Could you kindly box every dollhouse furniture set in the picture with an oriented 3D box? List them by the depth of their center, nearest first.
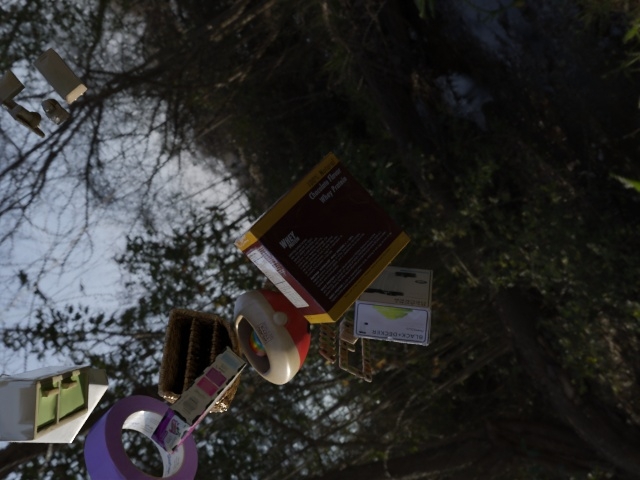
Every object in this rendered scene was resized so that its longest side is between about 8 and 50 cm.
[{"bbox_3d":[-0.567,-0.298,1.245,0.144,0.151,0.123,47,177,15],"label":"dollhouse furniture set"}]

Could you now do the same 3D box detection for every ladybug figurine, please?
[{"bbox_3d":[-0.145,0.289,1.858,0.305,0.162,0.449,60,157,8],"label":"ladybug figurine"}]

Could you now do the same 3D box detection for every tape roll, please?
[{"bbox_3d":[-0.445,0.531,1.485,0.275,0.090,0.275,40,-159,-18],"label":"tape roll"}]

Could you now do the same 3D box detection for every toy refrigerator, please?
[{"bbox_3d":[-0.524,0.302,1.125,0.269,0.094,0.102,108,162,-83],"label":"toy refrigerator"}]

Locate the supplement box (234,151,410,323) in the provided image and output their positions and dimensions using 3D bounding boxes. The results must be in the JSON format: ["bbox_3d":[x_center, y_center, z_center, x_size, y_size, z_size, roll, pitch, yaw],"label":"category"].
[{"bbox_3d":[0.000,0.000,0.974,0.194,0.191,0.129,47,161,-7],"label":"supplement box"}]

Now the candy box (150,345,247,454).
[{"bbox_3d":[-0.291,0.383,1.429,0.071,0.159,0.233,38,-140,4],"label":"candy box"}]

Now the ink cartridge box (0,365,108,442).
[{"bbox_3d":[-0.996,0.573,2.082,0.385,0.308,0.091,22,-160,-44],"label":"ink cartridge box"}]

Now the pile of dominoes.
[{"bbox_3d":[0.090,0.340,1.967,0.196,0.040,0.251,27,-156,-11],"label":"pile of dominoes"}]

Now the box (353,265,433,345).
[{"bbox_3d":[0.181,0.144,1.401,0.290,0.169,0.087,-48,-38,-71],"label":"box"}]

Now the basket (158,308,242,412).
[{"bbox_3d":[-0.378,0.391,1.921,0.223,0.213,0.299,77,-167,-58],"label":"basket"}]
